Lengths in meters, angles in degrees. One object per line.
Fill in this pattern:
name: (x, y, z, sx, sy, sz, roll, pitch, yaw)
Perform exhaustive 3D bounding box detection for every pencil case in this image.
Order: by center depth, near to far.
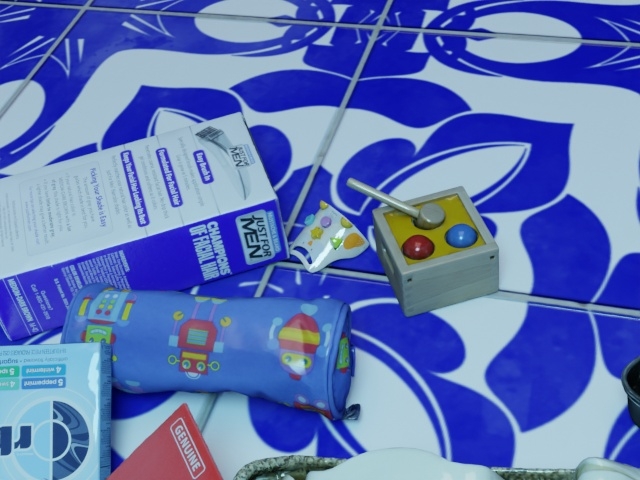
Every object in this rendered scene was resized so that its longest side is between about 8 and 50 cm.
pencil case: (-0.107, 0.111, 1.047, 0.306, 0.133, 0.119, 4, 81, 14)

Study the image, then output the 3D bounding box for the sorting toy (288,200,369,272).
sorting toy: (0.000, 0.000, 1.205, 0.075, 0.045, 0.083, -46, 52, -7)

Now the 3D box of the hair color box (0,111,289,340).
hair color box: (-0.225, -0.022, 1.211, 0.339, 0.110, 0.185, -17, 43, -6)

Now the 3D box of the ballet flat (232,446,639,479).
ballet flat: (0.150, 0.242, 0.826, 0.483, 0.182, 0.164, 1, 44, 10)

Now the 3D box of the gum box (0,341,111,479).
gum box: (-0.281, 0.193, 0.979, 0.157, 0.041, 0.184, -3, 80, 6)

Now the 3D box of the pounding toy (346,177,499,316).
pounding toy: (0.113, -0.006, 1.141, 0.130, 0.100, 0.141, -15, 45, -6)

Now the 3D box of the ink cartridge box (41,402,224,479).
ink cartridge box: (-0.163, 0.308, 0.808, 0.261, 0.066, 0.296, -46, 47, 10)

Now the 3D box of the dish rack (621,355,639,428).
dish rack: (0.443, 0.139, 0.960, 0.272, 0.074, 0.208, -32, 49, -22)
